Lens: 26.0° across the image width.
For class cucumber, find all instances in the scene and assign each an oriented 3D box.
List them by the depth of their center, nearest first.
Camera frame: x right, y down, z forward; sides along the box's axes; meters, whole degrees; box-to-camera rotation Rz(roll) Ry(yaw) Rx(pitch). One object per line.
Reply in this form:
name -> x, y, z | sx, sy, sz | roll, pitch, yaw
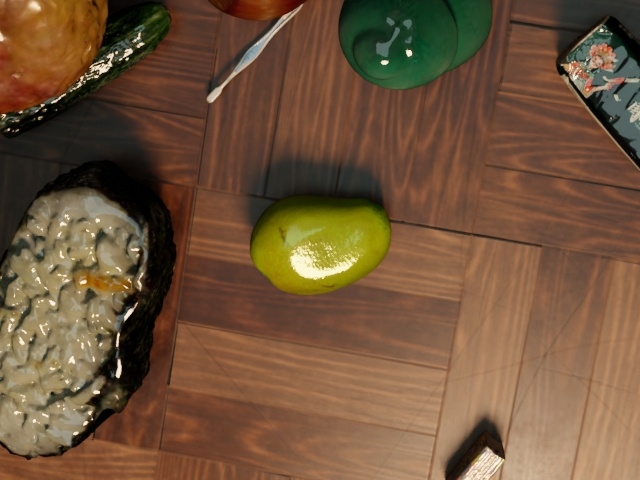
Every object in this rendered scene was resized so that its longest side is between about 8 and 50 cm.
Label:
cucumber -> -0.276, -0.204, 1.615 | 0.241, 0.074, 0.074 | -29, 94, 7

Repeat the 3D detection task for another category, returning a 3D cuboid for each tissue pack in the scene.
tissue pack -> 0.341, -0.161, 1.536 | 0.090, 0.103, 0.170 | -41, 92, 17
tissue pack -> 0.181, 0.272, 1.637 | 0.035, 0.063, 0.083 | 38, 100, -3

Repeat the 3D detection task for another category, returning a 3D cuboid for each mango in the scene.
mango -> -0.001, 0.007, 1.605 | 0.163, 0.089, 0.117 | 3, 99, 5

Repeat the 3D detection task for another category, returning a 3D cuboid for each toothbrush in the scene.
toothbrush -> -0.077, -0.221, 1.616 | 0.014, 0.017, 0.162 | 43, 101, -7

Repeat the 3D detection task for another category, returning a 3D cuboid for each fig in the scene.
fig -> -0.369, -0.325, 1.524 | 0.286, 0.286, 0.368 | -1, 53, 0

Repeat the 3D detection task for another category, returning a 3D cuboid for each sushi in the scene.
sushi -> -0.285, 0.080, 1.609 | 0.211, 0.171, 0.350 | 21, 100, 5

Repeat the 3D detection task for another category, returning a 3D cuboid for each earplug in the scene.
earplug -> 0.101, -0.298, 1.512 | 0.164, 0.280, 0.257 | 5, 136, 25

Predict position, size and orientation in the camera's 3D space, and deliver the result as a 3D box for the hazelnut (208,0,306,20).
hazelnut -> -0.058, -0.343, 1.516 | 0.178, 0.178, 0.204 | 0, 99, 6
